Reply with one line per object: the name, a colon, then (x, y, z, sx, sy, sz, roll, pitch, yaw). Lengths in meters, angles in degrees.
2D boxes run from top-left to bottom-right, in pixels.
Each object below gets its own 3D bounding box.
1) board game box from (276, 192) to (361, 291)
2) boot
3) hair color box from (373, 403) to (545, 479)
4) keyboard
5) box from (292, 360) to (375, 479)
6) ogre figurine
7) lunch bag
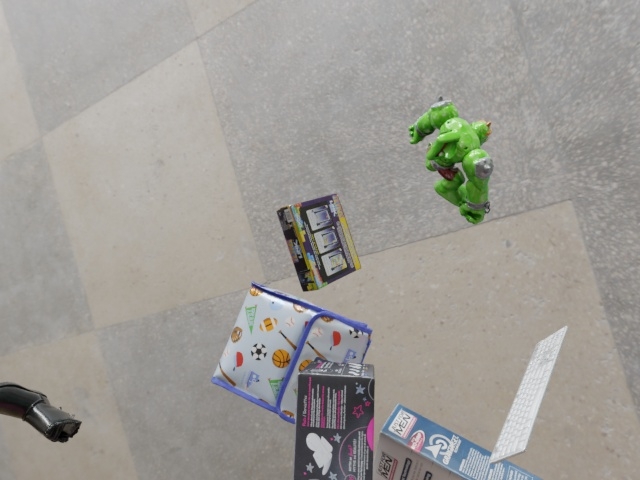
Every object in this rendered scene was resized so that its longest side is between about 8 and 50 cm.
board game box: (0.000, 0.000, 0.851, 0.048, 0.141, 0.170, -15, 93, 44)
boot: (-0.417, 0.253, 0.614, 0.099, 0.121, 0.045, 24, 71, 22)
hair color box: (0.284, 0.507, 0.870, 0.348, 0.105, 0.173, 21, 118, 26)
keyboard: (0.314, 0.220, 0.628, 0.014, 0.256, 0.072, 37, 137, 16)
box: (0.029, 0.365, 0.798, 0.142, 0.163, 0.246, 2, 82, 7)
ogre figurine: (0.202, -0.129, 0.644, 0.097, 0.118, 0.196, -4, 67, -2)
lunch bag: (-0.073, 0.336, 1.247, 0.386, 0.239, 0.327, 20, 83, 17)
